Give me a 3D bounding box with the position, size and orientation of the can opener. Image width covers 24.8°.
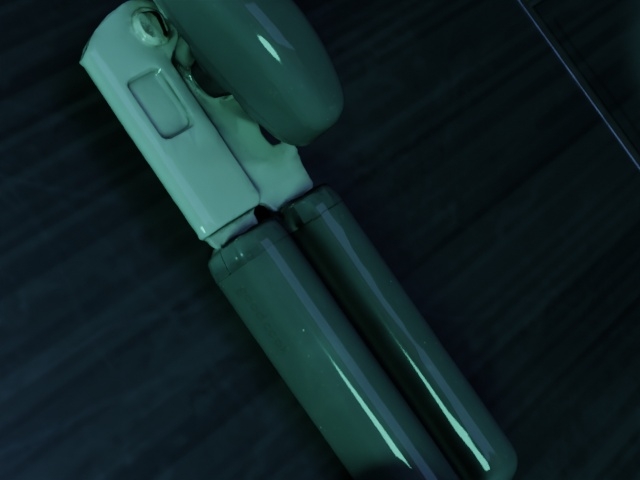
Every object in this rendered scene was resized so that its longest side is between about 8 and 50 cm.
[{"bbox_3d":[0.000,0.000,0.644,0.076,0.095,0.283,-34,89,-40],"label":"can opener"}]
